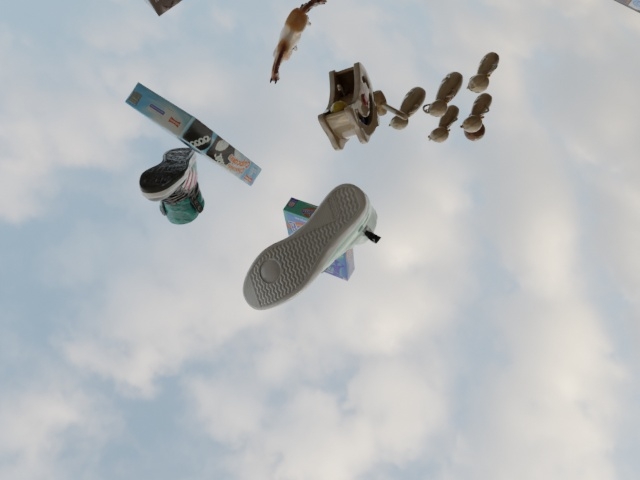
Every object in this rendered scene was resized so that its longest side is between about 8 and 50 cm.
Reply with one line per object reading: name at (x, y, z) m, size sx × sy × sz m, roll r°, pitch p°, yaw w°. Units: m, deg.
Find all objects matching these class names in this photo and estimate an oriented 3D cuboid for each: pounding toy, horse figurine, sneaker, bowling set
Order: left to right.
sneaker at (-0.378, -0.115, 1.483) m, size 0.123 × 0.179 × 0.295 m, roll -1°, pitch -154°, yaw 5°
horse figurine at (-0.076, -0.582, 1.634) m, size 0.066 × 0.263 × 0.174 m, roll 32°, pitch -155°, yaw -4°
sneaker at (-0.004, 0.026, 0.944) m, size 0.094 × 0.256 × 0.151 m, roll 50°, pitch -171°, yaw 20°
pounding toy at (0.102, -0.322, 1.307) m, size 0.154 × 0.154 × 0.269 m, roll 68°, pitch -153°, yaw -23°
bowling set at (0.333, -0.296, 1.377) m, size 0.200 × 0.287 × 0.154 m, roll 47°, pitch -126°, yaw -20°

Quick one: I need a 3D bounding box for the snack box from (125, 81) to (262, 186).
snack box at (-0.288, -0.241, 1.361) m, size 0.187 × 0.322 × 0.060 m, roll 34°, pitch -90°, yaw 25°

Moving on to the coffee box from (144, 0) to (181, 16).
coffee box at (-0.360, -0.569, 1.119) m, size 0.098 × 0.141 × 0.246 m, roll -38°, pitch -119°, yaw -7°

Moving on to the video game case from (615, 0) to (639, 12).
video game case at (0.687, -0.663, 1.349) m, size 0.274 × 0.248 × 0.035 m, roll 30°, pitch -92°, yaw 6°

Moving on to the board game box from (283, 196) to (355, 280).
board game box at (0.000, 0.000, 1.404) m, size 0.160 × 0.210 × 0.047 m, roll 20°, pitch -123°, yaw 21°
